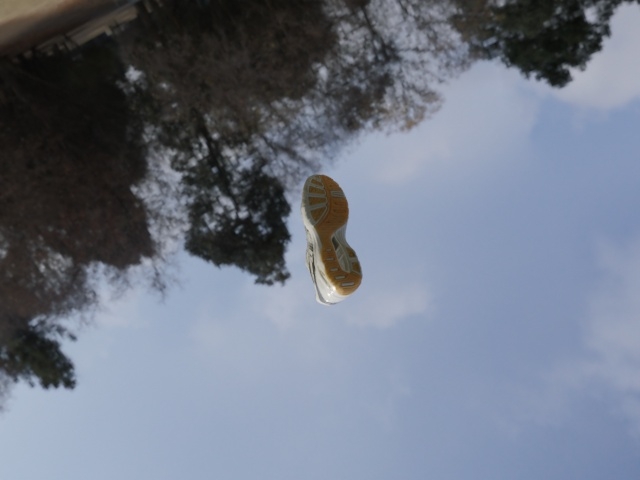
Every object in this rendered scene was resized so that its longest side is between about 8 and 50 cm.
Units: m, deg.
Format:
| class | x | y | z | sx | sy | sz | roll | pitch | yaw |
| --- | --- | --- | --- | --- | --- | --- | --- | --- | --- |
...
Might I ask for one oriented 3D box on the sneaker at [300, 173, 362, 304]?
| class | x | y | z | sx | sy | sz | roll | pitch | yaw |
| --- | --- | --- | --- | --- | --- | --- | --- | --- | --- |
| sneaker | 0.000 | 0.000 | 0.459 | 0.031 | 0.083 | 0.037 | 4 | 150 | -23 |
